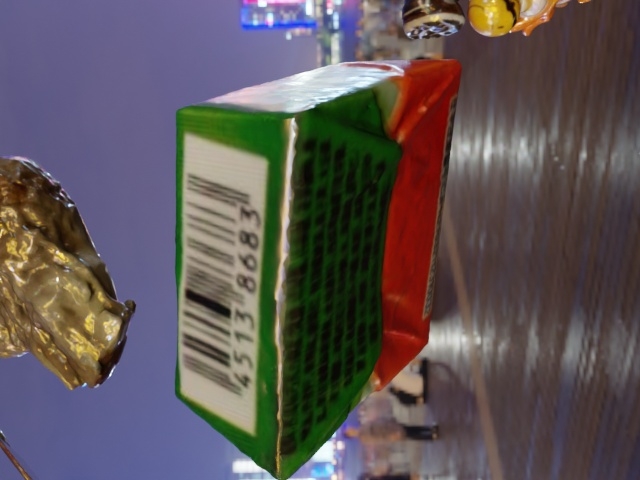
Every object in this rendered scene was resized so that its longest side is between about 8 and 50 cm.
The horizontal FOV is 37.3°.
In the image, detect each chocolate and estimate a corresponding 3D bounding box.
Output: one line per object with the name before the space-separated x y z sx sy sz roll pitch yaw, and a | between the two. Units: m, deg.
chocolate | 0.000 0.000 0.979 0.341 0.161 0.360 -30 -51 -55

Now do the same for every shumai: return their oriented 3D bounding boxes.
shumai | -0.358 0.055 1.277 0.217 0.283 0.346 -55 -15 -48

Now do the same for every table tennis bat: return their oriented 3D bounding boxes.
table tennis bat | -0.353 0.244 1.081 0.156 0.013 0.087 39 160 31

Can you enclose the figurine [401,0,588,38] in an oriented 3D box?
figurine | 0.253 -0.358 1.091 0.196 0.323 0.320 58 -135 -26
